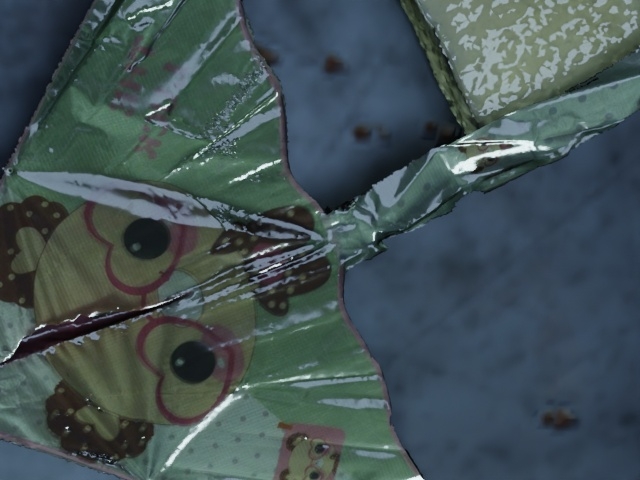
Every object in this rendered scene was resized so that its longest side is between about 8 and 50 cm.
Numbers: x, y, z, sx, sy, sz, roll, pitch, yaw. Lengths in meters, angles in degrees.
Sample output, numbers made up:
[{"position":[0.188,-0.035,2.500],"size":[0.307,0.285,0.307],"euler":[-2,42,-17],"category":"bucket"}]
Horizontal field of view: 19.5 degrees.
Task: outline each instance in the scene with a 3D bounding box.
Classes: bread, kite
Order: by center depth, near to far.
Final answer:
[{"position":[0.042,-0.106,0.525],"size":[0.068,0.028,0.153],"euler":[-29,108,-8],"category":"bread"},{"position":[0.000,0.001,0.530],"size":[0.250,0.012,0.229],"euler":[-23,116,0],"category":"kite"}]
